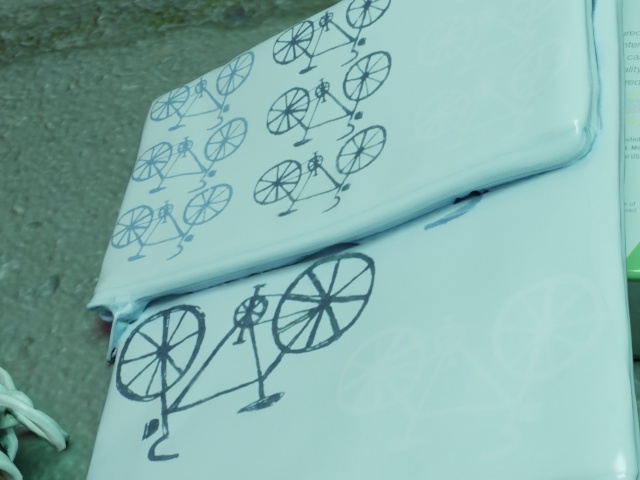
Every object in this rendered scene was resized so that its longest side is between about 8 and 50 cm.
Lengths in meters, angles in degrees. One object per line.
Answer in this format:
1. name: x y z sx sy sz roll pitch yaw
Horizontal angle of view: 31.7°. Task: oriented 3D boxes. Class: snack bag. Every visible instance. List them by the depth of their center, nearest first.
1. snack bag: 0.000 0.000 0.562 0.323 0.037 0.342 -19 47 33

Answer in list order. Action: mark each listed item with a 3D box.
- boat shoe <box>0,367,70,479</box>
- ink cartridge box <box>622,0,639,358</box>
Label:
1. boat shoe: -0.195 0.111 0.560 0.157 0.136 0.367 -17 55 6
2. ink cartridge box: 0.163 -0.050 0.585 0.154 0.093 0.212 1 59 18
